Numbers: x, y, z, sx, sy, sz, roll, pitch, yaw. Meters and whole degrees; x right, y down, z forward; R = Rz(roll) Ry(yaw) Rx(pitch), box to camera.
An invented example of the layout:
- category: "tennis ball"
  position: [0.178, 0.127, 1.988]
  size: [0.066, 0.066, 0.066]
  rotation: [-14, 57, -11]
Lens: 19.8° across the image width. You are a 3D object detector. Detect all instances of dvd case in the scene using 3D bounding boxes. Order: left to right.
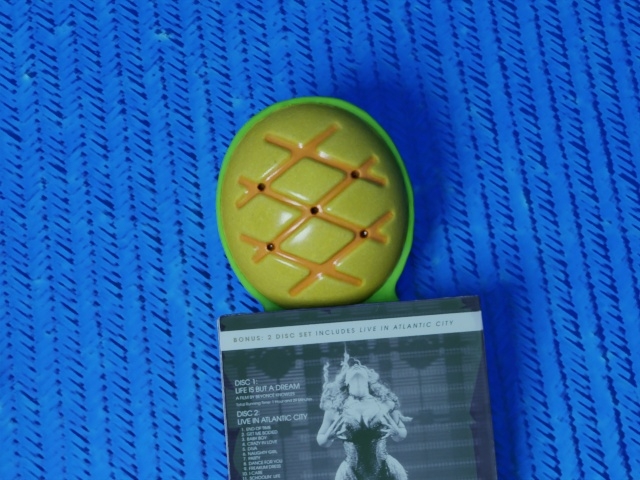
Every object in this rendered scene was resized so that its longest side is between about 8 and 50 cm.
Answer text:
- category: "dvd case"
  position: [0.026, 0.149, 1.123]
  size: [0.164, 0.018, 0.221]
  rotation: [-5, 81, -2]

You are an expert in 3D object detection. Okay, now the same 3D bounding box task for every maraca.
- category: "maraca"
  position: [0.000, 0.000, 1.175]
  size: [0.127, 0.099, 0.185]
  rotation: [-9, 92, 4]
